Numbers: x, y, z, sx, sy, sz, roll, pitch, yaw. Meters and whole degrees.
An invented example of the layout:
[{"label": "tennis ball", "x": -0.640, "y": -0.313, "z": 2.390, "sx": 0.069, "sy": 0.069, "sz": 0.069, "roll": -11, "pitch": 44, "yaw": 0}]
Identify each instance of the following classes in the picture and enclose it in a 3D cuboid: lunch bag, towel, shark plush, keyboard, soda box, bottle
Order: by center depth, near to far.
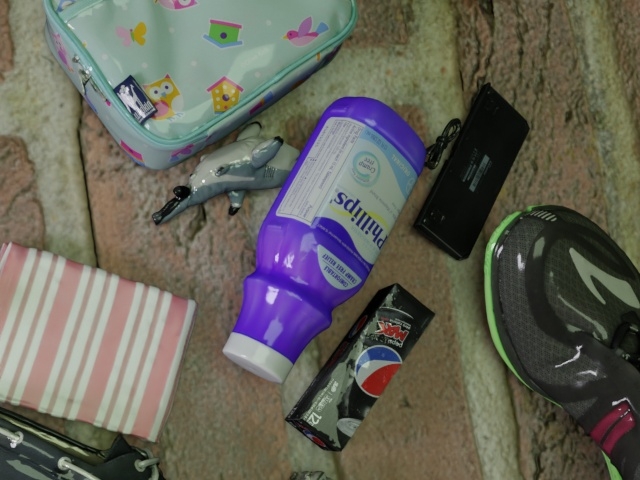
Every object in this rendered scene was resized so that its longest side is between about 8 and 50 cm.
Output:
[{"label": "towel", "x": -0.224, "y": 0.096, "z": 0.974, "sx": 0.197, "sy": 0.029, "sz": 0.144, "roll": 19, "pitch": 75, "yaw": -13}, {"label": "bottle", "x": 0.000, "y": 0.000, "z": 1.007, "sx": 0.118, "sy": 0.092, "sz": 0.282, "roll": 42, "pitch": 69, "yaw": -37}, {"label": "lunch bag", "x": -0.123, "y": -0.218, "z": 1.014, "sx": 0.279, "sy": 0.108, "sz": 0.224, "roll": -36, "pitch": 91, "yaw": -18}, {"label": "soda box", "x": 0.040, "y": 0.124, "z": 1.021, "sx": 0.053, "sy": 0.060, "sz": 0.169, "roll": 39, "pitch": 73, "yaw": -6}, {"label": "shark plush", "x": -0.087, "y": -0.054, "z": 1.025, "sx": 0.161, "sy": 0.073, "sz": 0.067, "roll": -34, "pitch": 121, "yaw": -23}, {"label": "keyboard", "x": 0.151, "y": -0.080, "z": 1.098, "sx": 0.108, "sy": 0.023, "sz": 0.180, "roll": 37, "pitch": 71, "yaw": -30}]

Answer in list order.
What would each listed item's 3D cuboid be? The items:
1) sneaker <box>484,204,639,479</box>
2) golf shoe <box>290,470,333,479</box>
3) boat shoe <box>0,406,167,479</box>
[{"label": "sneaker", "x": 0.336, "y": 0.165, "z": 1.019, "sx": 0.185, "sy": 0.202, "sz": 0.482, "roll": -32, "pitch": 90, "yaw": -19}, {"label": "golf shoe", "x": -0.025, "y": 0.306, "z": 0.970, "sx": 0.086, "sy": 0.069, "sz": 0.176, "roll": 39, "pitch": 75, "yaw": -13}, {"label": "boat shoe", "x": -0.193, "y": 0.215, "z": 0.914, "sx": 0.303, "sy": 0.114, "sz": 0.091, "roll": 19, "pitch": 81, "yaw": -12}]
